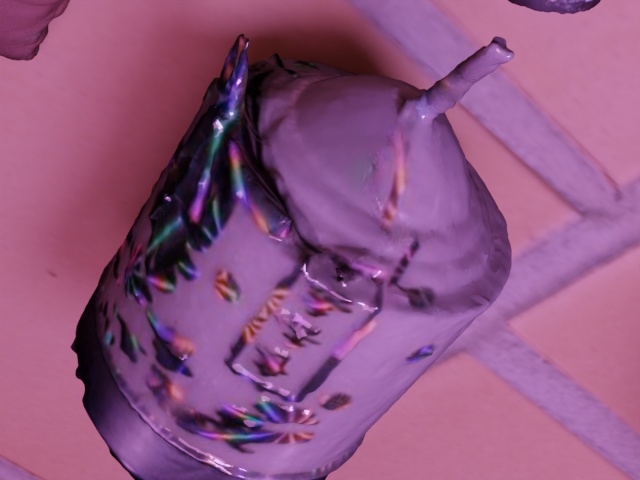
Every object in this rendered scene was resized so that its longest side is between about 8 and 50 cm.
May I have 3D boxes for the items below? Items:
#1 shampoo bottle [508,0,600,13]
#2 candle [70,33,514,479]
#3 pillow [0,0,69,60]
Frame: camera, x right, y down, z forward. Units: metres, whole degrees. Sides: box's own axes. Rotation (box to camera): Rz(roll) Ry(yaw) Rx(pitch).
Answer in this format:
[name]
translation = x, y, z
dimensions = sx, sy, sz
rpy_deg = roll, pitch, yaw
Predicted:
[shampoo bottle]
translation = 0.114, -0.198, 0.393
dimensions = 0.064, 0.057, 0.207
rpy_deg = 5, 133, 4
[candle]
translation = 0.000, 0.000, 0.500
dimensions = 0.187, 0.187, 0.330
rpy_deg = 25, 129, -15
[pillow]
translation = -0.186, -0.185, 0.412
dimensions = 0.236, 0.084, 0.223
rpy_deg = 38, 148, -26
